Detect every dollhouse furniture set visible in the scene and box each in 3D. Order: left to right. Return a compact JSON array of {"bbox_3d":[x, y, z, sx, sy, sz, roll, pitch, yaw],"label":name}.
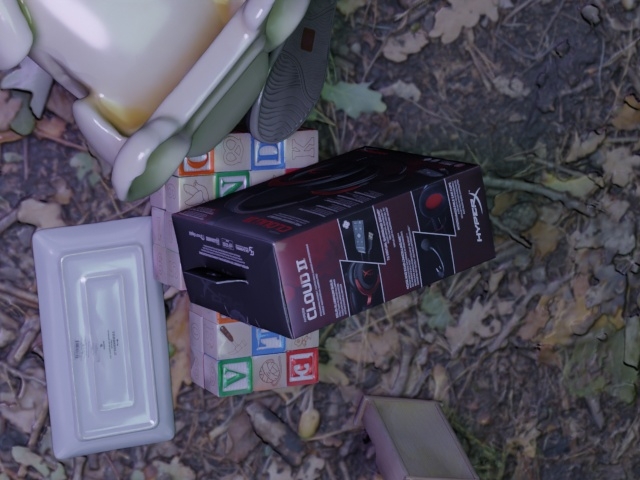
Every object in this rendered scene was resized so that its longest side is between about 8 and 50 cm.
[{"bbox_3d":[0.088,0.334,1.998,0.212,0.161,0.242,7,119,-22],"label":"dollhouse furniture set"}]

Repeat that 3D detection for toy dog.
[{"bbox_3d":[-0.232,-0.278,1.644,0.408,0.395,0.284,39,98,3],"label":"toy dog"}]

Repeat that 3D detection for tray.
[{"bbox_3d":[-0.242,0.113,1.864,0.145,0.030,0.270,-8,103,-18],"label":"tray"}]

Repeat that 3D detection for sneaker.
[{"bbox_3d":[-0.054,-0.217,1.820,0.083,0.118,0.222,20,85,-42],"label":"sneaker"}]

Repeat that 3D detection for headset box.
[{"bbox_3d":[0.000,0.000,1.726,0.293,0.218,0.110,-21,109,-28],"label":"headset box"}]

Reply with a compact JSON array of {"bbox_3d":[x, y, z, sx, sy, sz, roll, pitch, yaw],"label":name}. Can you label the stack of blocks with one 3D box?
[{"bbox_3d":[-0.096,0.021,1.862,0.171,0.087,0.297,-6,101,-26],"label":"stack of blocks"}]
